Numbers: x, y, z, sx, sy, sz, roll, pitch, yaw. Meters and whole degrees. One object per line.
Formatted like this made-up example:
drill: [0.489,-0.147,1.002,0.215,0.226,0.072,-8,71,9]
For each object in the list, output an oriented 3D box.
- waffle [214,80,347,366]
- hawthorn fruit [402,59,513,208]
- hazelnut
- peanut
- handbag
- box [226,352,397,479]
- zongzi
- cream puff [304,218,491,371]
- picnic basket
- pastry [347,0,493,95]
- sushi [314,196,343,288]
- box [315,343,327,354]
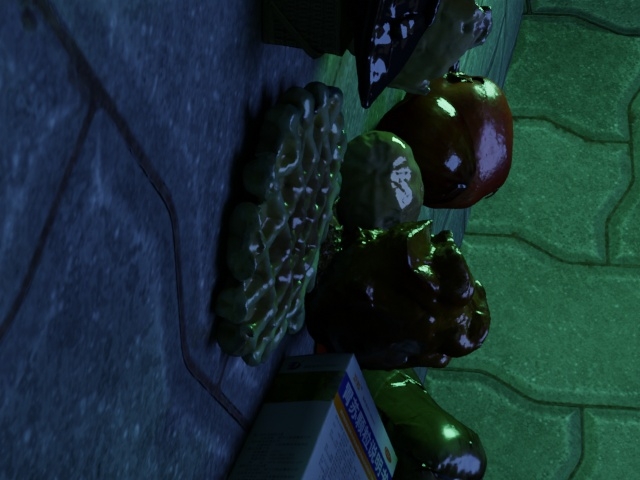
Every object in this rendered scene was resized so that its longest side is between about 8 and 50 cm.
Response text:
waffle: [-0.036,-0.019,1.182,0.292,0.056,0.309,-24,126,-75]
hawthorn fruit: [0.227,-0.203,1.867,0.211,0.211,0.299,-53,145,-62]
hazelnut: [0.162,-0.135,1.707,0.204,0.178,0.178,104,5,-57]
peanut: [0.081,-0.030,1.534,0.290,0.130,0.130,86,20,-52]
handbag: [0.078,-0.271,1.012,0.211,0.089,0.254,-62,163,-55]
box: [-0.013,0.310,1.351,0.299,0.106,0.200,-65,141,-50]
zongzi: [0.125,0.237,1.656,0.356,0.174,0.393,-20,-127,59]
cream puff: [0.091,0.079,1.420,0.241,0.269,0.155,54,47,-36]
picnic basket: [-0.001,-0.268,1.046,0.115,0.079,0.164,-61,159,-49]
pastry: [0.093,-0.305,1.271,0.237,0.170,0.256,140,-44,-76]
sushi: [0.000,0.000,1.354,0.061,0.060,0.118,-4,107,-82]
box: [0.041,0.123,1.585,0.023,0.090,0.133,-68,165,-57]
